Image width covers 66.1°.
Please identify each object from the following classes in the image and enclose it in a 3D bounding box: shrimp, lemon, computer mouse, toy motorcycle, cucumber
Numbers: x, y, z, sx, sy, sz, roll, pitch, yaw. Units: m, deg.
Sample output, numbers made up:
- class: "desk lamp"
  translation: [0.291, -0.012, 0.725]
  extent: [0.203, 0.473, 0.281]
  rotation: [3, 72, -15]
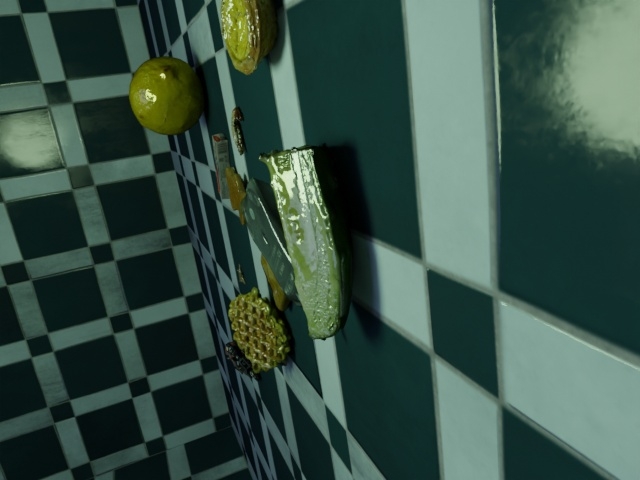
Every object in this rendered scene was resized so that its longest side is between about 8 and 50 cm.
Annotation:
- class: "shrimp"
  translation: [-0.220, -0.293, 1.318]
  extent: [0.091, 0.025, 0.127]
  rotation: [170, 89, -69]
- class: "lemon"
  translation: [-0.519, -0.487, 1.669]
  extent: [0.284, 0.260, 0.261]
  rotation: [-19, 85, 48]
- class: "computer mouse"
  translation: [-0.057, 0.027, 1.015]
  extent: [0.379, 0.090, 0.167]
  rotation: [63, 158, 17]
- class: "toy motorcycle"
  translation: [-0.320, 0.487, 2.008]
  extent: [0.212, 0.084, 0.118]
  rotation: [54, 164, -19]
- class: "cucumber"
  translation: [0.003, -0.001, 0.814]
  extent: [0.145, 0.105, 0.325]
  rotation: [-5, 99, 43]

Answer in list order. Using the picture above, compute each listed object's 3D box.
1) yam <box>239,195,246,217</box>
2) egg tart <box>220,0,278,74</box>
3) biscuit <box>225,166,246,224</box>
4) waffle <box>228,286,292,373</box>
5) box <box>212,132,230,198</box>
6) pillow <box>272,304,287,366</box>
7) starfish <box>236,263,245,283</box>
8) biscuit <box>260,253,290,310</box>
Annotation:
- class: "yam"
  translation: [-0.172, -0.081, 1.270]
  extent: [0.146, 0.069, 0.070]
  rotation: [-165, 63, -66]
- class: "egg tart"
  translation: [-0.132, -0.410, 0.926]
  extent: [0.191, 0.074, 0.191]
  rotation: [166, 90, -69]
- class: "biscuit"
  translation: [-0.234, -0.127, 1.454]
  extent: [0.240, 0.035, 0.158]
  rotation: [-135, 34, -56]
- class: "waffle"
  translation: [-0.185, 0.261, 1.425]
  extent: [0.243, 0.058, 0.238]
  rotation: [-42, 74, 42]
- class: "box"
  translation: [-0.318, -0.238, 1.601]
  extent: [0.055, 0.039, 0.218]
  rotation: [-125, 29, -43]
- class: "pillow"
  translation: [-0.155, 0.275, 1.488]
  extent: [0.119, 0.053, 0.208]
  rotation: [12, 115, 58]
- class: "starfish"
  translation: [-0.298, 0.138, 1.846]
  extent: [0.092, 0.016, 0.086]
  rotation: [54, 153, 41]
- class: "biscuit"
  translation: [-0.110, 0.078, 1.261]
  extent: [0.183, 0.039, 0.174]
  rotation: [115, 139, -60]
